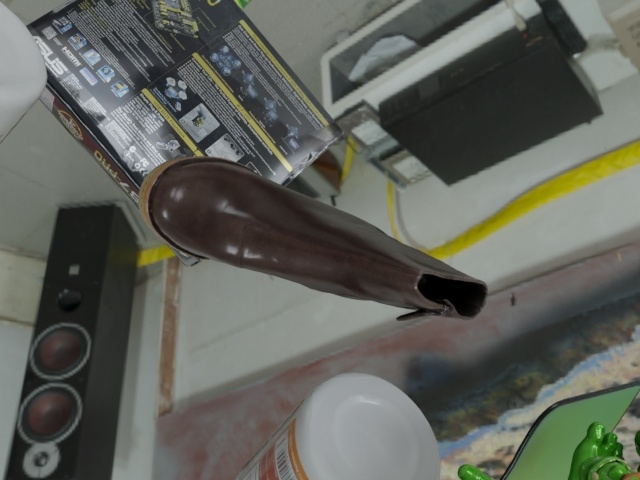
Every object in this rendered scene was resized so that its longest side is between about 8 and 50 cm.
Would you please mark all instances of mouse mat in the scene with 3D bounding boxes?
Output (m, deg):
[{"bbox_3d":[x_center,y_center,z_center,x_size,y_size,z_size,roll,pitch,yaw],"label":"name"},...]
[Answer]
[{"bbox_3d":[0.169,0.187,0.559,0.152,0.007,0.190,2,121,-43],"label":"mouse mat"}]

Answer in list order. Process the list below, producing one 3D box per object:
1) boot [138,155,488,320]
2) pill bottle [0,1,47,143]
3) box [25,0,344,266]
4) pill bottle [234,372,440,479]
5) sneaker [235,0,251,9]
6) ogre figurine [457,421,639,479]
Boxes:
[{"bbox_3d":[0.000,0.000,0.596,0.207,0.090,0.248,15,177,43],"label":"boot"},{"bbox_3d":[-0.332,-0.089,0.568,0.229,0.131,0.131,-37,136,25],"label":"pill bottle"},{"bbox_3d":[-0.203,-0.210,1.079,0.395,0.318,0.097,49,156,-8],"label":"box"},{"bbox_3d":[-0.004,0.212,0.607,0.121,0.121,0.216,12,137,-23],"label":"pill bottle"},{"bbox_3d":[-0.183,-0.613,1.488,0.123,0.109,0.295,-38,151,-21],"label":"sneaker"},{"bbox_3d":[0.153,0.158,0.394,0.197,0.097,0.118,0,180,-19],"label":"ogre figurine"}]
